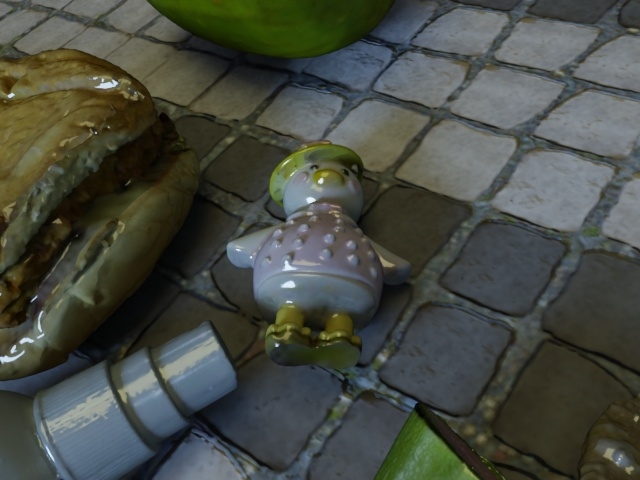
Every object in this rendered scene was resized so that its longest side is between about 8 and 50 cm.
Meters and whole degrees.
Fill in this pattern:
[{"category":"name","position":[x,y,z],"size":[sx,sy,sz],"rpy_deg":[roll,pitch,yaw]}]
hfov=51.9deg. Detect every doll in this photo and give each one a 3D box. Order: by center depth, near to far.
[{"category":"doll","position":[0.000,0.000,0.468],"size":[0.129,0.081,0.207],"rpy_deg":[6,48,-4]}]

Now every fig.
[{"category":"fig","position":[-0.058,-0.306,0.637],"size":[0.327,0.258,0.258],"rpy_deg":[6,51,40]}]

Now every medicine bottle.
[{"category":"medicine bottle","position":[-0.210,0.151,0.377],"size":[0.352,0.110,0.110],"rpy_deg":[-28,49,-9]}]

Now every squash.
[{"category":"squash","position":[0.043,0.163,0.321],"size":[0.132,0.105,0.105],"rpy_deg":[-47,52,-2]}]

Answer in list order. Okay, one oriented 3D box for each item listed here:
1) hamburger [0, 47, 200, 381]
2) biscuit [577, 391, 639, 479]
[{"category":"hamburger","position":[-0.237,-0.029,0.521],"size":[0.260,0.144,0.283],"rpy_deg":[17,61,33]},{"category":"biscuit","position":[0.187,0.169,0.262],"size":[0.133,0.032,0.250],"rpy_deg":[-3,40,-33]}]
